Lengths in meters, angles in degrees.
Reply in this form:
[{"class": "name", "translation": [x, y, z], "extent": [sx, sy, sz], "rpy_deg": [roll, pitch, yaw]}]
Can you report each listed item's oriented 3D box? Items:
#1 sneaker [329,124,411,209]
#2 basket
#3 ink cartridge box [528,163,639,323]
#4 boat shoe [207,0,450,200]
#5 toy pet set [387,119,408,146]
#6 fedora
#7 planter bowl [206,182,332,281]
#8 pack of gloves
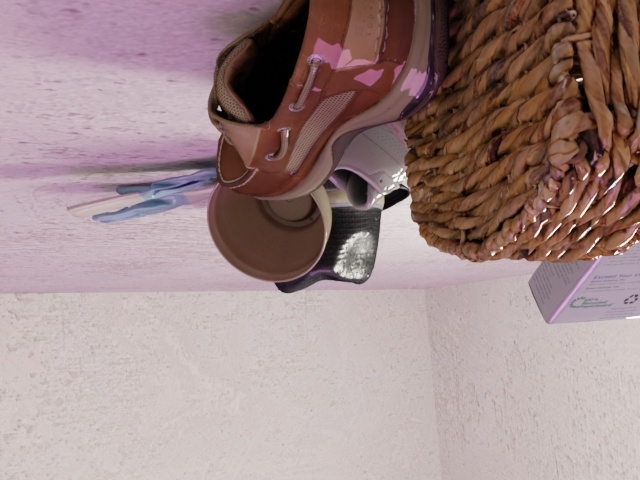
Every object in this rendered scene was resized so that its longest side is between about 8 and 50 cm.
[{"class": "sneaker", "translation": [0.068, -0.089, 0.943], "extent": [0.263, 0.121, 0.099], "rpy_deg": [0, 173, -29]}, {"class": "basket", "translation": [0.201, -0.093, 0.633], "extent": [0.223, 0.213, 0.299], "rpy_deg": [-2, 173, -13]}, {"class": "ink cartridge box", "translation": [0.415, -0.040, 0.890], "extent": [0.324, 0.071, 0.330], "rpy_deg": [-1, 140, -21]}, {"class": "boat shoe", "translation": [-0.028, -0.121, 0.717], "extent": [0.120, 0.122, 0.324], "rpy_deg": [5, 161, -25]}, {"class": "toy pet set", "translation": [0.100, -0.146, 0.862], "extent": [0.114, 0.065, 0.122], "rpy_deg": [-39, 178, -5]}, {"class": "fedora", "translation": [0.000, 0.000, 1.439], "extent": [0.334, 0.152, 0.334], "rpy_deg": [-7, 174, -1]}, {"class": "planter bowl", "translation": [-0.054, -0.041, 1.201], "extent": [0.162, 0.162, 0.109], "rpy_deg": [-7, -158, 22]}, {"class": "pack of gloves", "translation": [-0.218, -0.076, 1.260], "extent": [0.232, 0.046, 0.195], "rpy_deg": [-15, 174, -3]}]
